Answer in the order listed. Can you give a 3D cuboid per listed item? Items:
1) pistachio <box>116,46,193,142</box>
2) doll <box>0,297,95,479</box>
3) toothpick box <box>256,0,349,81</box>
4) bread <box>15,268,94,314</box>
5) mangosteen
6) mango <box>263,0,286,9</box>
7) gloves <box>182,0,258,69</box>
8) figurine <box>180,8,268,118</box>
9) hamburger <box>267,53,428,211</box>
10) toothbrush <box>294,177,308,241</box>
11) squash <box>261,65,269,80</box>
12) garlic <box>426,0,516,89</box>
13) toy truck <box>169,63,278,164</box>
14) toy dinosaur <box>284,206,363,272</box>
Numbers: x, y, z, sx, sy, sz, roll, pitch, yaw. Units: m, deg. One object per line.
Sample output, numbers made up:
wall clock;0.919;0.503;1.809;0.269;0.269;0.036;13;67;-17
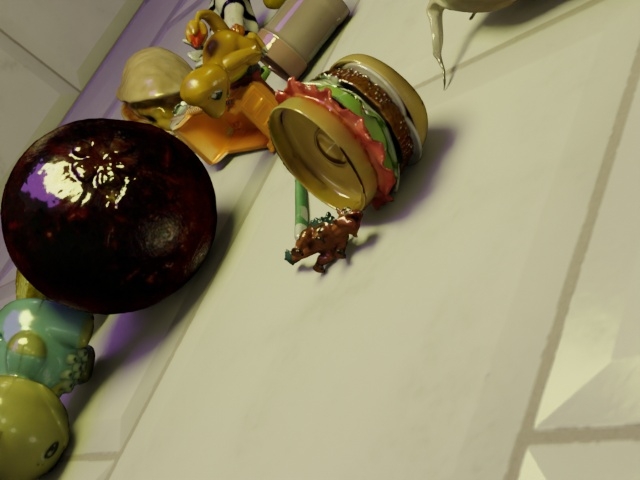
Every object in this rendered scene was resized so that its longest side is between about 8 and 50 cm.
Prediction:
pistachio;-0.296;-0.276;1.864;0.187;0.187;0.299;-50;29;4
doll;-0.420;0.221;1.350;0.177;0.162;0.260;111;171;-54
toothpick box;-0.035;-0.343;1.567;0.149;0.098;0.098;-52;23;-2
bread;-0.397;0.026;1.589;0.124;0.186;0.257;1;63;56
mangosteen;-0.298;-0.024;1.365;0.297;0.297;0.293;-86;12;-53
mango;-0.057;-0.529;1.899;0.163;0.090;0.111;-59;11;7
gloves;-0.187;-0.405;1.930;0.140;0.131;0.218;-18;61;25
figurine;-0.159;-0.263;1.395;0.121;0.122;0.176;-15;36;32
hamburger;0.040;-0.123;1.050;0.137;0.175;0.175;-41;19;-22
toothbrush;-0.026;-0.067;1.252;0.024;0.018;0.257;-35;26;19
squash;-0.117;-0.280;1.720;0.027;0.027;0.089;-20;37;51
garlic;0.243;-0.359;1.045;0.340;0.232;0.245;-43;64;59
toy truck;-0.144;-0.199;1.549;0.135;0.114;0.270;-54;25;-19
toy dinosaur;0.000;0.000;1.063;0.154;0.049;0.055;-30;33;52
